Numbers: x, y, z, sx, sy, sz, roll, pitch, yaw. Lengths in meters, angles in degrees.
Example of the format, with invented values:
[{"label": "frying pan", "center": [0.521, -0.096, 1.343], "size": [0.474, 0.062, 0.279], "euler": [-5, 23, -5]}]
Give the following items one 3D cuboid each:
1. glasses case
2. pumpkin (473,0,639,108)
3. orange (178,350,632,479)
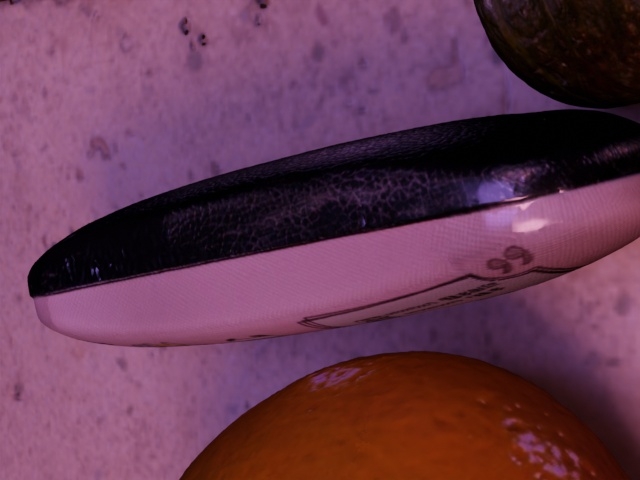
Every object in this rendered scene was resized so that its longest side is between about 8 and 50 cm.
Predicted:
[{"label": "glasses case", "center": [0.000, 0.000, 0.548], "size": [0.314, 0.122, 0.075], "euler": [-12, 92, 38]}, {"label": "pumpkin", "center": [0.123, -0.111, 0.460], "size": [0.183, 0.108, 0.119], "euler": [-8, 92, 40]}, {"label": "orange", "center": [0.026, 0.161, 0.505], "size": [0.240, 0.171, 0.240], "euler": [4, 96, 39]}]
